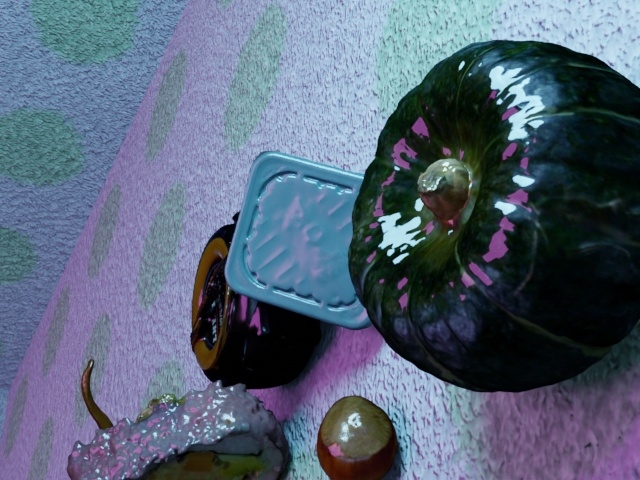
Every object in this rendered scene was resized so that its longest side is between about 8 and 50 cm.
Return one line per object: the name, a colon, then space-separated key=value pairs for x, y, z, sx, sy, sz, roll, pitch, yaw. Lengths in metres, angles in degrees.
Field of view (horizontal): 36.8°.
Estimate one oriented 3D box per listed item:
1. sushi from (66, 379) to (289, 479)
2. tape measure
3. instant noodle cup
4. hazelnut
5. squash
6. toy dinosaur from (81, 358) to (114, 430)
sushi: x=-0.153 y=0.252 z=1.111 sx=0.241 sy=0.161 sz=0.107 roll=-28 pitch=43 yaw=10
tape measure: x=-0.077 y=0.075 z=1.154 sx=0.223 sy=0.135 sz=0.202 roll=139 pitch=131 yaw=-56
instant noodle cup: x=0.000 y=0.000 z=1.008 sx=0.070 sy=0.179 sz=0.157 roll=11 pitch=-85 yaw=-72
hazelnut: x=0.036 y=0.191 z=0.894 sx=0.086 sy=0.086 sz=0.086 roll=-47 pitch=35 yaw=48
squash: x=0.131 y=-0.016 z=0.681 sx=0.252 sy=0.165 sz=0.252 roll=-46 pitch=34 yaw=45
toy dinosaur: x=-0.281 y=0.388 z=1.327 sx=0.208 sy=0.097 sz=0.432 roll=128 pitch=124 yaw=-75
